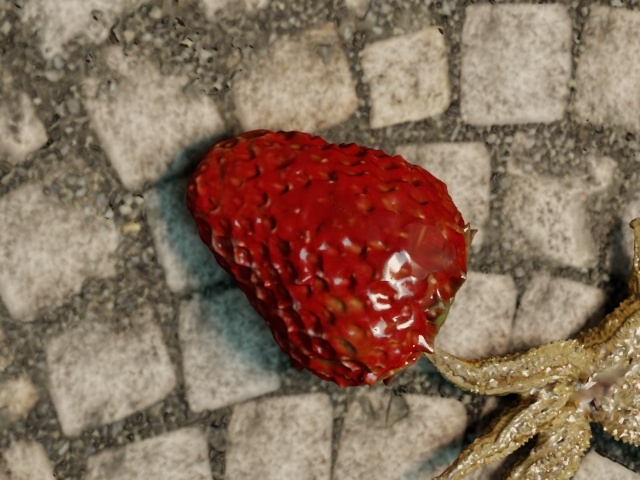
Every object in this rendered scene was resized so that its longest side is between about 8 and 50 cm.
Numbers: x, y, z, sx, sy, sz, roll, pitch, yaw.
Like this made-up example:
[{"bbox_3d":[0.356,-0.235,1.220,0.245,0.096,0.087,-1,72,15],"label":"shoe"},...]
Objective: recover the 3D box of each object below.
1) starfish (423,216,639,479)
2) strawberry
[{"bbox_3d":[0.223,0.169,1.804,0.293,0.084,0.301,-22,103,-16],"label":"starfish"},{"bbox_3d":[0.000,0.000,1.635,0.244,0.205,0.205,31,85,-4],"label":"strawberry"}]
